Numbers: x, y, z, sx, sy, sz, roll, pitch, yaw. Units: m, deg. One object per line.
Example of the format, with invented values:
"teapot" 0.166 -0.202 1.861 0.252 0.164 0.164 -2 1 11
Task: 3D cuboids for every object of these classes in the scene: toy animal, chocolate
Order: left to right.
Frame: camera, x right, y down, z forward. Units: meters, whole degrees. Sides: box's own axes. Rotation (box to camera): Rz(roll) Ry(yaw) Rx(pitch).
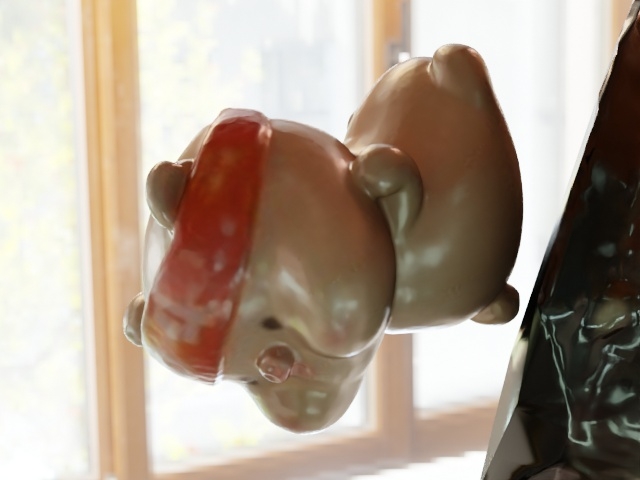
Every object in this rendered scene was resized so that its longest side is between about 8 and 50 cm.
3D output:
"toy animal" 0.000 0.000 0.941 0.197 0.171 0.171 -21 -162 -18
"chocolate" 0.204 0.026 0.943 0.186 0.284 0.283 17 -165 10
